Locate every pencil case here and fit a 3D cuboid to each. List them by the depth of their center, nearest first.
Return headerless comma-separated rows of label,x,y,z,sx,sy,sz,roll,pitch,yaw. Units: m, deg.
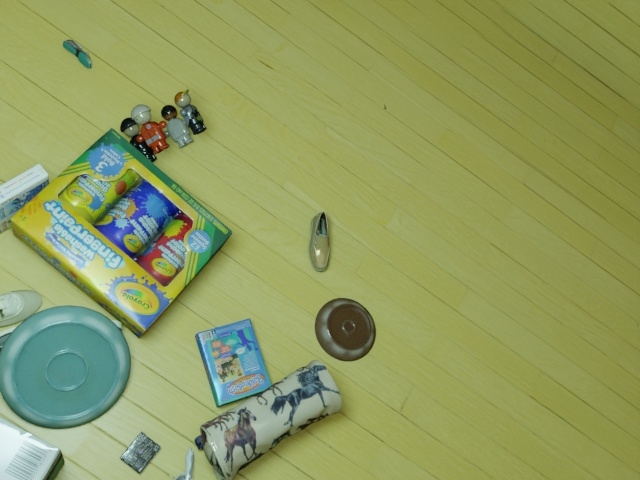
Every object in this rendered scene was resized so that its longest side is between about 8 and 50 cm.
pencil case,-0.126,0.478,1.843,0.410,0.183,0.160,-26,61,-28

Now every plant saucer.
plant saucer,-0.635,0.322,1.717,0.318,0.044,0.317,-2,95,-22
plant saucer,0.082,0.264,2.076,0.199,0.036,0.198,8,66,-18

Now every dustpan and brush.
dustpan and brush,-0.347,0.628,1.750,0.060,0.147,0.211,-29,40,11

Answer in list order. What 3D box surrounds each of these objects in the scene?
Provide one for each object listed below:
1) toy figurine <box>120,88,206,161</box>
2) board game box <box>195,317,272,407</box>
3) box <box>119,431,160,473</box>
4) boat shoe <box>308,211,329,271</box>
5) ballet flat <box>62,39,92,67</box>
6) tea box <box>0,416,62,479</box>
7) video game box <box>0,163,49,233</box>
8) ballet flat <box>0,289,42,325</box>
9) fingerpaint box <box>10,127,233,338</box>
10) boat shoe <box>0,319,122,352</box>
toy figurine,-0.464,-0.338,2.021,0.210,0.213,0.148,-32,97,-27
board game box,-0.243,0.340,1.922,0.160,0.047,0.210,-13,74,-24
box,-0.466,0.548,1.775,0.067,0.018,0.083,38,62,-2
boat shoe,0.000,0.000,2.131,0.068,0.072,0.189,2,69,-19
ballet flat,-0.740,-0.579,2.118,0.114,0.041,0.041,42,62,-1
tea box,-0.746,0.567,1.494,0.220,0.323,0.329,31,63,-5
video game box,-0.806,-0.100,1.807,0.187,0.205,0.048,-36,86,-27
ballet flat,-0.839,0.183,1.752,0.249,0.086,0.086,-20,77,-26
fingerpaint box,-0.533,-0.020,1.874,0.445,0.163,0.371,42,64,-5
boat shoe,-0.669,0.268,1.761,0.320,0.116,0.099,-2,66,-26
